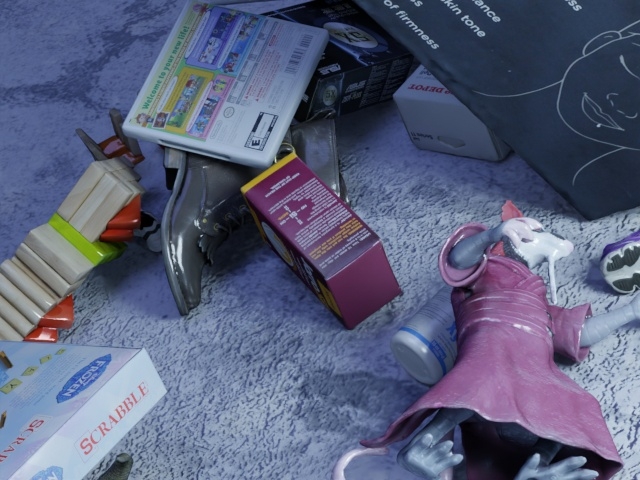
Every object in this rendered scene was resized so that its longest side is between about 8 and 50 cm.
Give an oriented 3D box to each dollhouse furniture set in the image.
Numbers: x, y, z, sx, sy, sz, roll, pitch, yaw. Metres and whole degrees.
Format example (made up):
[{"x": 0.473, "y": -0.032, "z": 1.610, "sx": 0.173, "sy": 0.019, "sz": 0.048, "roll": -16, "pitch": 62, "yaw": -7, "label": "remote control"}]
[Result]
[{"x": -0.160, "y": -0.131, "z": 2.410, "sx": 0.262, "sy": 0.135, "sz": 0.259, "roll": -31, "pitch": 24, "yaw": -8, "label": "dollhouse furniture set"}]

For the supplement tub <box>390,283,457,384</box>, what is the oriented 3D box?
[{"x": 0.132, "y": 0.096, "z": 1.943, "sx": 0.107, "sy": 0.071, "sz": 0.071, "roll": -43, "pitch": 38, "yaw": -21, "label": "supplement tub"}]

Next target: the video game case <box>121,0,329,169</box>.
[{"x": -0.115, "y": -0.194, "z": 2.230, "sx": 0.193, "sy": 0.023, "sz": 0.212, "roll": 14, "pitch": 60, "yaw": 16, "label": "video game case"}]

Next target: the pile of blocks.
[{"x": -0.333, "y": 0.057, "z": 2.281, "sx": 0.112, "sy": 0.149, "sz": 0.362, "roll": 42, "pitch": 83, "yaw": 8, "label": "pile of blocks"}]

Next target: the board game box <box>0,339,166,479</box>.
[{"x": -0.374, "y": 0.226, "z": 1.917, "sx": 0.318, "sy": 0.066, "sz": 0.318, "roll": 0, "pitch": 35, "yaw": 43, "label": "board game box"}]

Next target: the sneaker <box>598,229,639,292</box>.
[{"x": 0.374, "y": -0.004, "z": 1.925, "sx": 0.170, "sy": 0.068, "sz": 0.071, "roll": -17, "pitch": 25, "yaw": 10, "label": "sneaker"}]

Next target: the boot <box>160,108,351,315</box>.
[{"x": -0.077, "y": -0.037, "z": 2.212, "sx": 0.229, "sy": 0.091, "sz": 0.263, "roll": 1, "pitch": 76, "yaw": -1, "label": "boot"}]

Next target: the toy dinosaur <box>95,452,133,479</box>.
[{"x": -0.215, "y": 0.309, "z": 1.777, "sx": 0.160, "sy": 0.313, "sz": 0.121, "roll": -3, "pitch": 63, "yaw": -5, "label": "toy dinosaur"}]

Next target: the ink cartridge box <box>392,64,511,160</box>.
[{"x": 0.213, "y": -0.203, "z": 2.265, "sx": 0.153, "sy": 0.087, "sz": 0.208, "roll": 12, "pitch": 51, "yaw": 43, "label": "ink cartridge box"}]

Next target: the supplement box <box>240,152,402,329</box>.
[{"x": 0.000, "y": 0.000, "z": 2.088, "sx": 0.081, "sy": 0.104, "sz": 0.188, "roll": -36, "pitch": 50, "yaw": -10, "label": "supplement box"}]

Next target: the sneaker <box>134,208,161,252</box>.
[{"x": -0.228, "y": -0.025, "z": 2.357, "sx": 0.040, "sy": 0.043, "sz": 0.109, "roll": -39, "pitch": 34, "yaw": -13, "label": "sneaker"}]

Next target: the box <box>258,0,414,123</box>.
[{"x": 0.005, "y": -0.235, "z": 2.345, "sx": 0.180, "sy": 0.077, "sz": 0.147, "roll": -20, "pitch": 52, "yaw": -40, "label": "box"}]

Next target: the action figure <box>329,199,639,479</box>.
[{"x": 0.189, "y": 0.116, "z": 1.827, "sx": 0.276, "sy": 0.248, "sz": 0.370, "roll": -39, "pitch": 27, "yaw": 32, "label": "action figure"}]

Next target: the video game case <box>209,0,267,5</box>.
[{"x": 0.060, "y": -0.365, "z": 2.486, "sx": 0.300, "sy": 0.036, "sz": 0.329, "roll": 0, "pitch": 13, "yaw": 33, "label": "video game case"}]

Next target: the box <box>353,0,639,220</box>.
[{"x": 0.340, "y": -0.312, "z": 1.848, "sx": 0.472, "sy": 0.480, "sz": 0.297, "roll": -17, "pitch": 41, "yaw": 47, "label": "box"}]
